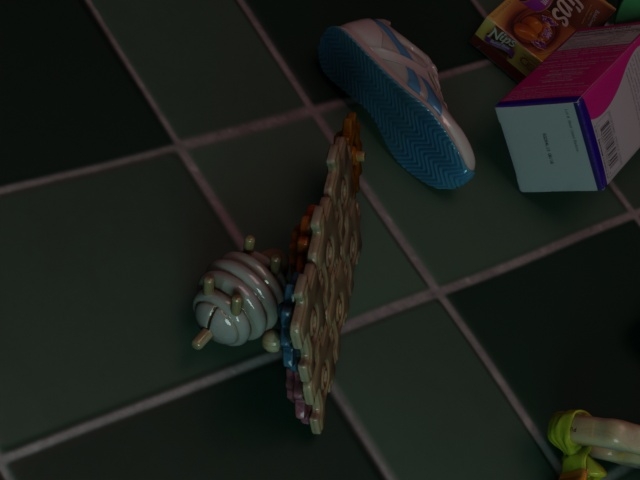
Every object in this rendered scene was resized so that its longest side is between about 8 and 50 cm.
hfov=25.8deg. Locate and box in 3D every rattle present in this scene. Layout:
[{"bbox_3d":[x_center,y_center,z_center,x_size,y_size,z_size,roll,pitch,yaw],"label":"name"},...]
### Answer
[{"bbox_3d":[0.304,0.242,1.352,0.200,0.130,0.142,28,54,-42],"label":"rattle"}]

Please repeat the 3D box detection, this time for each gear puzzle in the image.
[{"bbox_3d":[0.000,0.000,1.321,0.044,0.175,0.339,3,49,12],"label":"gear puzzle"}]

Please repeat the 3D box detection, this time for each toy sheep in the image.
[{"bbox_3d":[-0.075,0.052,1.286,0.091,0.091,0.132,44,59,8],"label":"toy sheep"}]

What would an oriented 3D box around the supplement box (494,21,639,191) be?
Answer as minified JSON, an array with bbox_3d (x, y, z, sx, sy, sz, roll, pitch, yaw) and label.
[{"bbox_3d":[0.308,-0.155,1.593,0.220,0.114,0.111,-41,120,-41],"label":"supplement box"}]

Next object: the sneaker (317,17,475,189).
[{"bbox_3d":[0.101,-0.157,1.534,0.092,0.087,0.228,-26,72,-40],"label":"sneaker"}]

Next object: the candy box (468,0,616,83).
[{"bbox_3d":[0.277,-0.266,1.727,0.109,0.053,0.187,41,49,6],"label":"candy box"}]

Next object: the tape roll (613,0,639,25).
[{"bbox_3d":[0.510,-0.249,1.651,0.321,0.321,0.077,26,50,-7],"label":"tape roll"}]
